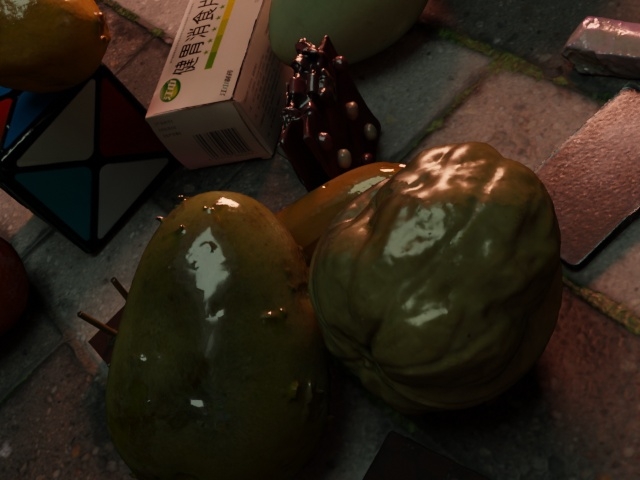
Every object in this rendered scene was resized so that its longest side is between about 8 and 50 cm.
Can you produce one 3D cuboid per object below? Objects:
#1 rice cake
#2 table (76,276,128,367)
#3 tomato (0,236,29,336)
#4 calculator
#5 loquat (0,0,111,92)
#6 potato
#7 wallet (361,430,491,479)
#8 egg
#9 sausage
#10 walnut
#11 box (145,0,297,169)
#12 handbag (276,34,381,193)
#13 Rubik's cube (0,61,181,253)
[{"bbox_3d":[0.473,-0.235,1.248,0.365,0.056,0.073,19,68,42],"label":"rice cake"},{"bbox_3d":[-0.238,0.147,1.344,0.121,0.111,0.240,-47,44,-8],"label":"table"},{"bbox_3d":[-0.570,0.068,1.552,0.208,0.208,0.184,8,79,37],"label":"tomato"},{"bbox_3d":[0.354,-0.084,1.223,0.261,0.021,0.161,-42,44,-4],"label":"calculator"},{"bbox_3d":[-0.421,-0.307,1.428,0.234,0.187,0.176,-3,61,19],"label":"loquat"},{"bbox_3d":[-0.108,0.124,1.138,0.269,0.219,0.359,9,91,16],"label":"potato"},{"bbox_3d":[0.087,0.331,1.030,0.182,0.049,0.229,20,69,42],"label":"wallet"},{"bbox_3d":[0.040,-0.389,1.537,0.295,0.218,0.218,-39,43,10],"label":"egg"},{"bbox_3d":[-0.002,-0.004,1.272,0.354,0.134,0.116,-34,62,19],"label":"sausage"},{"bbox_3d":[0.129,0.043,1.073,0.253,0.282,0.277,22,66,36],"label":"walnut"},{"bbox_3d":[-0.146,-0.293,1.627,0.173,0.145,0.333,-6,53,27],"label":"box"},{"bbox_3d":[0.017,-0.151,1.356,0.074,0.216,0.203,-8,50,21],"label":"handbag"},{"bbox_3d":[-0.430,-0.163,1.629,0.246,0.250,0.248,29,75,44],"label":"Rubik's cube"}]
